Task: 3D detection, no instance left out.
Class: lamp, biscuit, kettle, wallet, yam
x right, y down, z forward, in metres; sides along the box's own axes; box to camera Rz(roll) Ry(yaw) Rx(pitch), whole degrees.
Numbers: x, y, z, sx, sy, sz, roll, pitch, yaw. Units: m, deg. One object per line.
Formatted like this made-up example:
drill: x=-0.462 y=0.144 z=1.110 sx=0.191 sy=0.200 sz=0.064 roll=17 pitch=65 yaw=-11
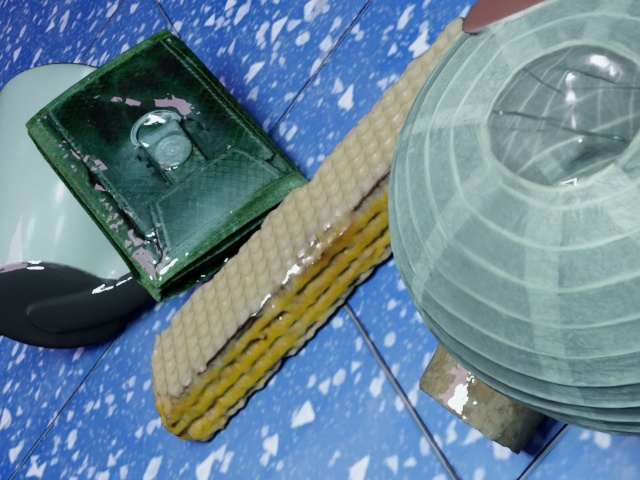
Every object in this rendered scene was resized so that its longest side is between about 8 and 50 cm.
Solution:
lamp: x=0.156 y=-0.026 z=0.623 sx=0.265 sy=0.233 sz=0.233 roll=4 pitch=66 yaw=31
biscuit: x=0.000 y=0.000 z=1.009 sx=0.378 sy=0.054 sz=0.094 roll=-47 pitch=33 yaw=21
kettle: x=-0.211 y=-0.029 z=1.257 sx=0.221 sy=0.161 sz=0.236 roll=-8 pitch=52 yaw=15
wallet: x=-0.134 y=-0.073 z=1.150 sx=0.160 sy=0.055 sz=0.236 roll=-36 pitch=58 yaw=-9
yam: x=0.112 y=0.049 z=0.786 sx=0.127 sy=0.084 sz=0.084 roll=-60 pitch=31 yaw=-2
